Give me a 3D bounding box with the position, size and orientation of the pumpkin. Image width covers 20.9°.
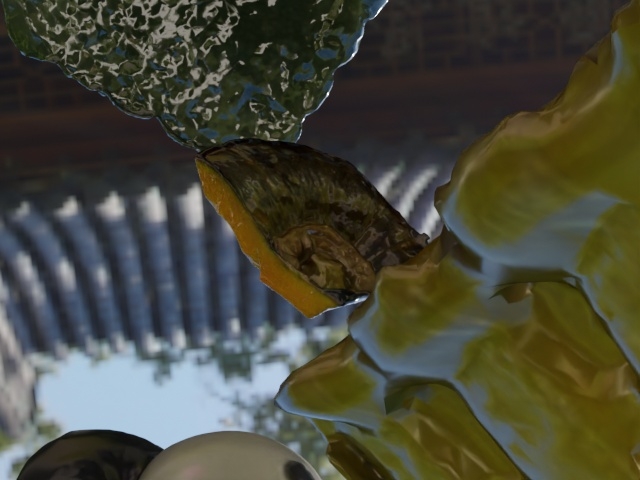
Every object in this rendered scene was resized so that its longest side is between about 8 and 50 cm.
[{"bbox_3d":[0.000,-0.001,0.701,0.073,0.035,0.101,-17,-125,-41],"label":"pumpkin"}]

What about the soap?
[{"bbox_3d":[0.172,0.076,0.436,0.156,0.335,0.293,-37,168,-32],"label":"soap"}]

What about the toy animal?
[{"bbox_3d":[-0.098,0.224,1.264,0.235,0.187,0.165,2,-144,25],"label":"toy animal"}]

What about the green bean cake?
[{"bbox_3d":[-0.061,-0.152,0.956,0.183,0.185,0.094,30,-175,-12],"label":"green bean cake"}]
